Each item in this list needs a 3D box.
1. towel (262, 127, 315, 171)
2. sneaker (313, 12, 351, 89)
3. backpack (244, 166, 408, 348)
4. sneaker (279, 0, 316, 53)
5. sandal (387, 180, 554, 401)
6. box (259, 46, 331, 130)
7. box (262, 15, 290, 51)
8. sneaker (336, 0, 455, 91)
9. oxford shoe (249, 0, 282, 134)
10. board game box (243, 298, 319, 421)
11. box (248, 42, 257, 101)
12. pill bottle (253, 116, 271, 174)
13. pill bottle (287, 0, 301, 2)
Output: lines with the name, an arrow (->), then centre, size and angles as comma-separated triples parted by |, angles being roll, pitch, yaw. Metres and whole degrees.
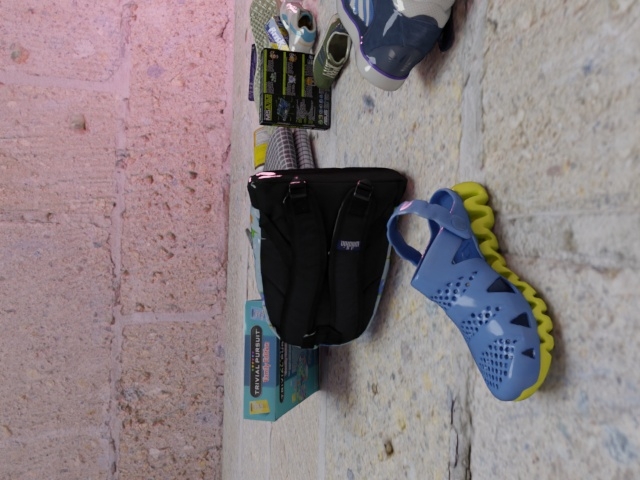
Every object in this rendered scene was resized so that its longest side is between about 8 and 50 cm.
towel -> -0.110, -0.163, 1.652 | 0.284, 0.121, 0.235 | 117, 148, -47
sneaker -> 0.027, -0.436, 1.341 | 0.086, 0.064, 0.192 | -99, 22, -45
backpack -> 0.003, 0.037, 1.084 | 0.273, 0.289, 0.356 | -120, 28, -75
sneaker -> -0.058, -0.642, 1.634 | 0.092, 0.087, 0.229 | -55, 42, 47
sandal -> 0.172, 0.054, 0.702 | 0.126, 0.138, 0.318 | 110, 153, -43
box -> -0.064, -0.385, 1.436 | 0.045, 0.184, 0.191 | -179, 89, -74
box -> -0.107, -0.589, 1.687 | 0.059, 0.054, 0.169 | -32, 80, 44
sneaker -> 0.135, -0.426, 0.917 | 0.236, 0.130, 0.323 | 124, 150, -44
oxford shoe -> -0.133, -0.562, 1.809 | 0.130, 0.169, 0.450 | -8, -88, -66
board game box -> -0.084, 0.263, 1.346 | 0.336, 0.079, 0.254 | 12, -103, -73
box -> -0.193, -0.602, 2.019 | 0.153, 0.108, 0.207 | -136, 49, -69
pill bottle -> -0.167, -0.315, 1.892 | 0.117, 0.117, 0.215 | 133, 136, -66
pill bottle -> -0.079, -0.820, 1.603 | 0.136, 0.136, 0.246 | 140, 129, -68
